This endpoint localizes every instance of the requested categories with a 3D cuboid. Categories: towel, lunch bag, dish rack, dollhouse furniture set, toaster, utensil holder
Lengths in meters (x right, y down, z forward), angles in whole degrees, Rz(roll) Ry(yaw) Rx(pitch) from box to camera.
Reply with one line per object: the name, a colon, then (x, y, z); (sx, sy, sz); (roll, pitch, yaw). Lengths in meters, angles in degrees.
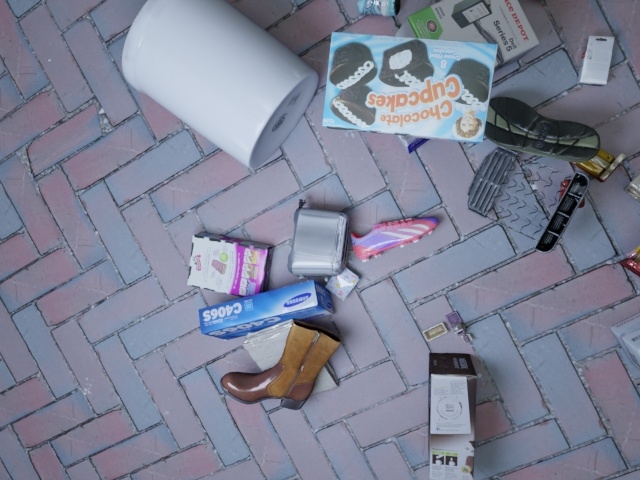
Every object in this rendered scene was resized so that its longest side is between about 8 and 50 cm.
towel: (-0.086, 0.354, 1.457); (0.187, 0.049, 0.282); (-20, 118, 14)
lunch bag: (0.067, 0.118, 1.437); (0.071, 0.053, 0.083); (35, 112, 7)
dish rack: (0.507, -0.114, 1.264); (0.271, 0.074, 0.208); (32, 108, 30)
dollhouse furniture set: (0.351, 0.268, 1.386); (0.114, 0.081, 0.091); (-29, 91, 13)
toaster: (0.000, 0.000, 1.384); (0.146, 0.129, 0.227); (5, 79, 11)
utensil holder: (-0.246, -0.417, 1.291); (0.385, 0.327, 0.327); (38, 103, 1)
dollhouse furniture set: (0.761, -0.067, 1.250); (0.374, 0.152, 0.201); (42, 104, 21)

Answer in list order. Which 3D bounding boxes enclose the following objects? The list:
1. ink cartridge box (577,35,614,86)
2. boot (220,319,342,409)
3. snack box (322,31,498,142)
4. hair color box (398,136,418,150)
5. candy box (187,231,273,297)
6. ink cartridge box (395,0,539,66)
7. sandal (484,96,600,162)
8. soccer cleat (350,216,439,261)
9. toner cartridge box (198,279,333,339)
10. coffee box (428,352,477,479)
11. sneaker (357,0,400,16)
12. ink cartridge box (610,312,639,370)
ink cartridge box: (0.689, -0.449, 1.251); (0.063, 0.029, 0.115); (8, 98, 10)
boot: (-0.113, 0.336, 1.364); (0.264, 0.096, 0.280); (20, 118, -9)
snack box: (0.174, -0.305, 1.005); (0.322, 0.060, 0.187); (7, 98, 8)
hair color box: (0.198, -0.318, 1.204); (0.110, 0.339, 0.185); (-36, 90, 14)
candy box: (-0.268, 0.075, 1.486); (0.233, 0.071, 0.159); (11, 100, 9)
ink cartridge box: (0.355, -0.491, 1.221); (0.273, 0.115, 0.198); (-29, 92, -8)
sandal: (0.542, -0.267, 1.267); (0.303, 0.086, 0.120); (29, 98, 22)
soccer cleat: (0.202, -0.022, 1.380); (0.248, 0.083, 0.095); (-24, 88, 16)
toner cartridge box: (-0.152, 0.204, 1.427); (0.348, 0.165, 0.075); (-16, 70, 13)
coffee box: (0.356, 0.477, 1.369); (0.119, 0.168, 0.297); (0, 98, 11)
sneaker: (0.139, -0.724, 1.282); (0.122, 0.110, 0.283); (1, 98, 14)
ink cartridge box: (0.842, 0.265, 1.243); (0.128, 0.176, 0.127); (-32, 93, 14)
